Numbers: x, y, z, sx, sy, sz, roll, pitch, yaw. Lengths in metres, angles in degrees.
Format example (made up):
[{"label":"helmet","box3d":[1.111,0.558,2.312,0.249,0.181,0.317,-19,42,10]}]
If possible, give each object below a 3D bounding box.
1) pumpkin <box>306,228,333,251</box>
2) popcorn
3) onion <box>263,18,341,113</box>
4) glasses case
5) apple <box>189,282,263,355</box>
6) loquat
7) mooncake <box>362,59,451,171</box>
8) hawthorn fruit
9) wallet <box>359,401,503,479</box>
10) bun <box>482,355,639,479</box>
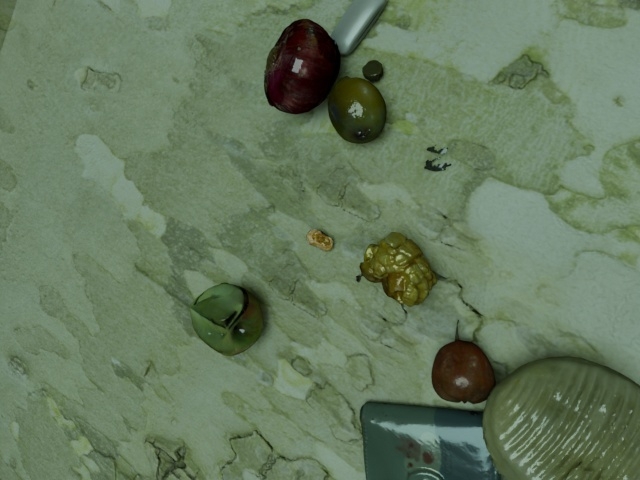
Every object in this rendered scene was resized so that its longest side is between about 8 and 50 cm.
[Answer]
[{"label":"pumpkin","box3d":[0.001,-0.001,1.228,0.083,0.028,0.050,34,105,10]},{"label":"popcorn","box3d":[0.204,0.063,1.090,0.194,0.140,0.163,31,111,30]},{"label":"onion","box3d":[-0.051,-0.457,1.147,0.246,0.190,0.246,-34,46,43]},{"label":"glasses case","box3d":[0.101,-0.597,1.163,0.076,0.049,0.197,43,106,17]},{"label":"apple","box3d":[-0.274,0.229,1.274,0.188,0.174,0.207,15,99,42]},{"label":"loquat","box3d":[0.092,-0.344,1.120,0.152,0.152,0.195,-25,65,21]},{"label":"mooncake","box3d":[0.220,-0.332,1.116,0.150,0.057,0.346,-18,82,20]},{"label":"hawthorn fruit","box3d":[0.331,0.305,1.033,0.149,0.149,0.189,-27,81,21]},{"label":"wallet","box3d":[0.277,0.554,1.095,0.361,0.083,0.252,-5,84,24]},{"label":"bun","box3d":[0.535,0.413,0.901,0.362,0.234,0.325,6,74,25]}]
